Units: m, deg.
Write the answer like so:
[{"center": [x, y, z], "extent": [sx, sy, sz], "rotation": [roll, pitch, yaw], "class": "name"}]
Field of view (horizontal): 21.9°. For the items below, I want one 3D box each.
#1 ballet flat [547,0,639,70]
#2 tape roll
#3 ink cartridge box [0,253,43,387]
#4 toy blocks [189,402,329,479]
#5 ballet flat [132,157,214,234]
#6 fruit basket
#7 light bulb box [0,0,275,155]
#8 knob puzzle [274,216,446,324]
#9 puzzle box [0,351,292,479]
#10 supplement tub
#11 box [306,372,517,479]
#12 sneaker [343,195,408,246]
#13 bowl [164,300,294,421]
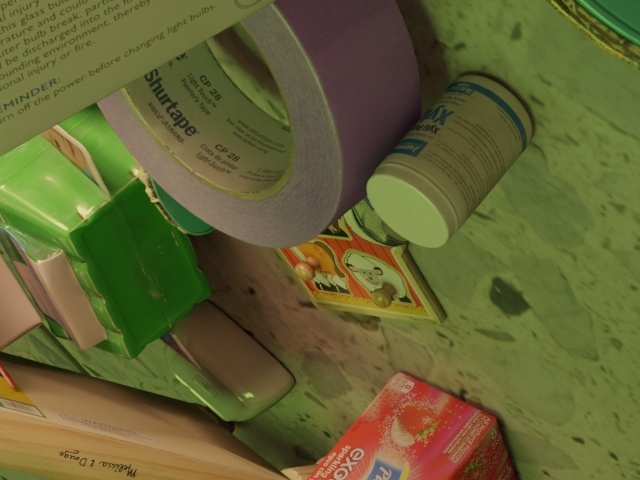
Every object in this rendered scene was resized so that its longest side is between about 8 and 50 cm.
[{"center": [0.101, -0.213, 0.879], "extent": [0.348, 0.123, 0.123], "rotation": [42, 154, -3], "class": "ballet flat"}, {"center": [-0.061, -0.132, 1.182], "extent": [0.275, 0.090, 0.274], "rotation": [31, 143, 27], "class": "tape roll"}, {"center": [-0.357, -0.026, 1.525], "extent": [0.296, 0.066, 0.261], "rotation": [61, 166, -20], "class": "ink cartridge box"}, {"center": [-0.072, 0.353, 1.839], "extent": [0.289, 0.308, 0.260], "rotation": [12, -175, 33], "class": "toy blocks"}, {"center": [-0.135, -0.112, 1.401], "extent": [0.077, 0.091, 0.241], "rotation": [-121, 9, -50], "class": "ballet flat"}, {"center": [-0.279, -0.041, 1.598], "extent": [0.353, 0.165, 0.327], "rotation": [27, 151, 34], "class": "fruit basket"}, {"center": [-0.219, -0.308, 0.924], "extent": [0.358, 0.225, 0.361], "rotation": [47, 160, 30], "class": "light bulb box"}, {"center": [0.000, 0.000, 1.427], "extent": [0.213, 0.030, 0.213], "rotation": [32, 153, 19], "class": "knob puzzle"}, {"center": [-0.257, 0.160, 1.519], "extent": [0.409, 0.052, 0.272], "rotation": [18, -177, -26], "class": "puzzle box"}, {"center": [0.089, -0.055, 1.127], "extent": [0.071, 0.107, 0.071], "rotation": [32, 153, 19], "class": "supplement tub"}, {"center": [0.055, 0.265, 1.504], "extent": [0.123, 0.257, 0.128], "rotation": [23, 149, 36], "class": "box"}, {"center": [0.042, -0.046, 1.274], "extent": [0.058, 0.052, 0.135], "rotation": [4, 137, 45], "class": "sneaker"}, {"center": [-0.107, 0.137, 1.765], "extent": [0.142, 0.053, 0.142], "rotation": [43, 156, -2], "class": "bowl"}]
